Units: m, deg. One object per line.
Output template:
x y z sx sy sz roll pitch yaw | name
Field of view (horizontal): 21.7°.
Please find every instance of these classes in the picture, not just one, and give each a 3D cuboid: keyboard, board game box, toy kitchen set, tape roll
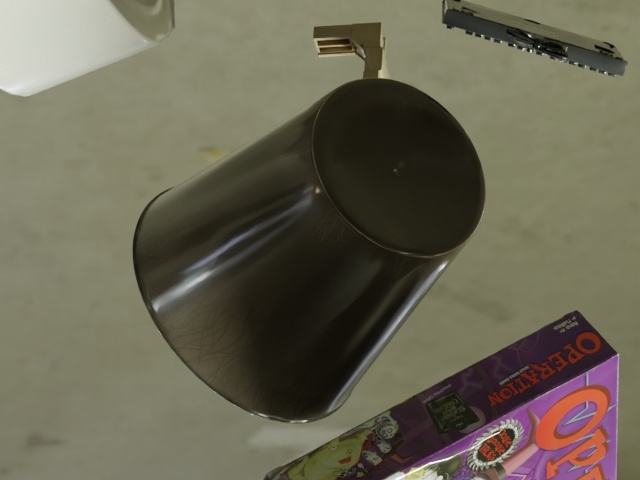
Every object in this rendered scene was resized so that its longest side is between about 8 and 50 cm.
0.203 -0.192 1.597 0.180 0.023 0.108 15 -162 -3 | keyboard
0.087 0.211 1.032 0.208 0.056 0.347 -30 139 -18 | board game box
0.034 -0.175 1.762 0.075 0.083 0.068 -2 152 11 | toy kitchen set
-0.196 -0.239 1.066 0.100 0.286 0.286 -21 154 10 | tape roll

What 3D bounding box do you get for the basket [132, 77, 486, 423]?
0.000 0.000 1.130 0.154 0.204 0.227 -41 180 -38 | basket
